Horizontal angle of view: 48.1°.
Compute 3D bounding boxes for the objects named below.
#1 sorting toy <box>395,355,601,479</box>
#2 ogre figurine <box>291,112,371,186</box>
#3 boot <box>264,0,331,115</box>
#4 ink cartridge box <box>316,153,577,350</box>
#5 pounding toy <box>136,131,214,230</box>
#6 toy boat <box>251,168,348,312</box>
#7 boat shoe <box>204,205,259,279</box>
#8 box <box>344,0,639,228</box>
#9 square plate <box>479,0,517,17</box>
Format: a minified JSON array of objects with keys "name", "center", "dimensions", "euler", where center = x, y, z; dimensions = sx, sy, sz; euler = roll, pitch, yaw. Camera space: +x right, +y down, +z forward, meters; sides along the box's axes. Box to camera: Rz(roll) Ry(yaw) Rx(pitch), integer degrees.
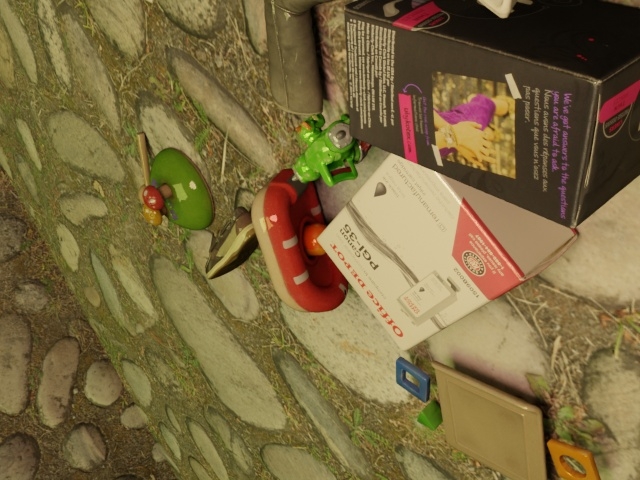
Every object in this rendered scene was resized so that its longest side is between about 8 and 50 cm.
[{"name":"sorting toy","center":[0.257,0.269,1.052],"dimensions":[0.348,0.047,0.196],"euler":[20,137,45]},{"name":"ogre figurine","center":[0.033,-0.130,0.935],"dimensions":[0.197,0.118,0.096],"euler":[-3,115,54]},{"name":"boot","center":[-0.021,-0.260,0.938],"dimensions":[0.190,0.076,0.208],"euler":[41,141,49]},{"name":"ink cartridge box","center":[0.141,-0.003,0.899],"dimensions":[0.207,0.117,0.283],"euler":[52,148,7]},{"name":"pounding toy","center":[-0.332,-0.095,1.469],"dimensions":[0.237,0.110,0.183],"euler":[30,139,36]},{"name":"toy boat","center":[0.000,0.000,1.104],"dimensions":[0.151,0.151,0.231],"euler":[-6,116,24]},{"name":"boat shoe","center":[-0.173,0.004,1.377],"dimensions":[0.073,0.080,0.223],"euler":[58,143,9]},{"name":"box","center":[0.172,-0.150,0.683],"dimensions":[0.270,0.165,0.143],"euler":[29,138,36]},{"name":"square plate","center":[0.105,-0.399,0.548],"dimensions":[0.344,0.049,0.347],"euler":[-110,13,-50]}]
